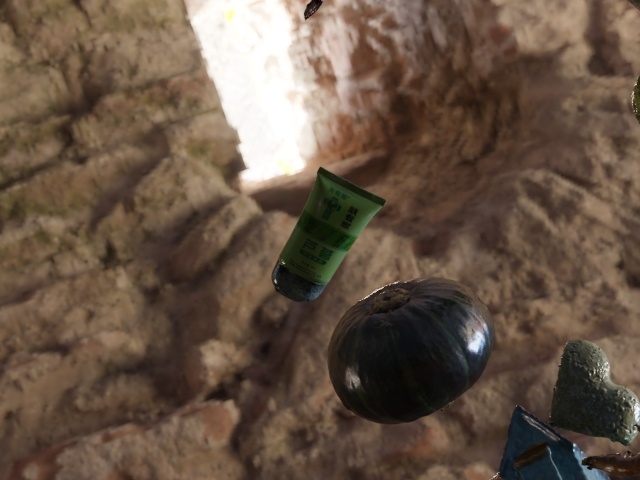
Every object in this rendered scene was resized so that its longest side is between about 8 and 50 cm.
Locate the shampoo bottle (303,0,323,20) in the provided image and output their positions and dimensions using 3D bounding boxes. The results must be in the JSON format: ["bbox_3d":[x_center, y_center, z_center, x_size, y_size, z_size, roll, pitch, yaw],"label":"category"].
[{"bbox_3d":[-0.090,-0.490,1.892,0.153,0.284,0.071,-21,-131,37],"label":"shampoo bottle"}]

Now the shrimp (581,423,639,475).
[{"bbox_3d":[0.432,0.304,1.544,0.127,0.025,0.091,-18,-151,44],"label":"shrimp"}]

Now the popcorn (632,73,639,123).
[{"bbox_3d":[0.680,-0.264,1.985,0.198,0.197,0.212,-19,161,-5],"label":"popcorn"}]

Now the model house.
[{"bbox_3d":[0.406,0.441,2.029,0.226,0.261,0.241,-28,-131,16],"label":"model house"}]

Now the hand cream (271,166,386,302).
[{"bbox_3d":[0.000,0.000,1.358,0.175,0.095,0.046,-59,-171,24],"label":"hand cream"}]

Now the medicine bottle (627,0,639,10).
[{"bbox_3d":[0.388,-0.354,1.264,0.252,0.144,0.144,28,162,-28],"label":"medicine bottle"}]

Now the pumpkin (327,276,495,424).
[{"bbox_3d":[0.084,0.106,1.029,0.167,0.125,0.167,-11,-154,5],"label":"pumpkin"}]

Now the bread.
[{"bbox_3d":[0.514,0.305,2.088,0.173,0.232,0.064,-30,155,5],"label":"bread"}]
